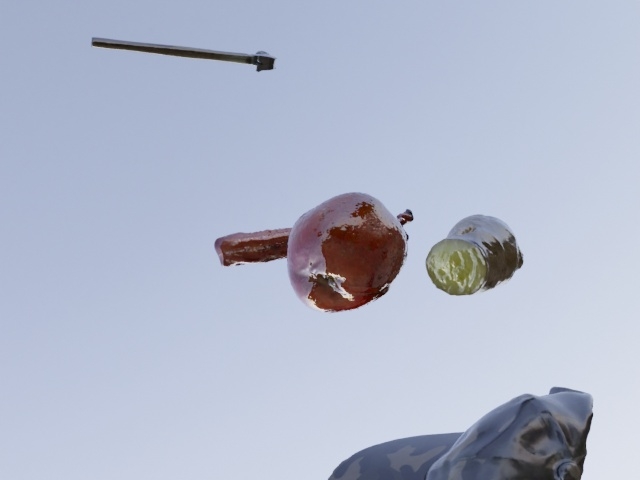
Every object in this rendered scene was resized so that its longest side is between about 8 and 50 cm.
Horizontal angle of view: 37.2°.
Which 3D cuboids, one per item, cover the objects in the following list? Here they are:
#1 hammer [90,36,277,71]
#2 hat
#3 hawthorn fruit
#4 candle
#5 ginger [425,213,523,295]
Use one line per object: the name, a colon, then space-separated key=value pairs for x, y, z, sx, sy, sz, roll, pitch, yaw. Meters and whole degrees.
hammer: x=-0.129 y=-0.182 z=0.924 sx=0.182 sy=0.062 sz=0.017 roll=2 pitch=-75 yaw=-19
hat: x=0.145 y=0.315 z=1.189 sx=0.257 sy=0.382 sz=0.366 roll=68 pitch=-147 yaw=-43
hawthorn fruit: x=0.021 y=0.015 z=0.923 sx=0.128 sy=0.128 sz=0.128 roll=-27 pitch=-47 yaw=-34
candle: x=0.000 y=0.000 z=1.339 sx=0.329 sy=0.051 sz=0.048 roll=-8 pitch=-34 yaw=-34
ginger: x=0.238 y=0.021 z=1.424 sx=0.109 sy=0.116 sz=0.263 roll=-30 pitch=-3 yaw=22
